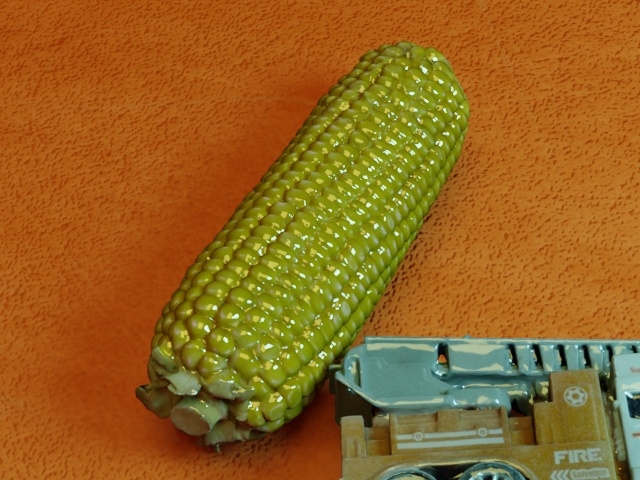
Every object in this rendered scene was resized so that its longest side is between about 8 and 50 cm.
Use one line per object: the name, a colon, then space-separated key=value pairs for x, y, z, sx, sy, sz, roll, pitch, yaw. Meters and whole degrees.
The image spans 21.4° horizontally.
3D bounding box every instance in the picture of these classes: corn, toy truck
corn: x=0.000 y=0.000 z=1.333 sx=0.144 sy=0.144 sz=0.387 roll=25 pitch=58 yaw=21
toy truck: x=0.176 y=0.149 z=1.213 sx=0.338 sy=0.133 sz=0.184 roll=-5 pitch=55 yaw=2
